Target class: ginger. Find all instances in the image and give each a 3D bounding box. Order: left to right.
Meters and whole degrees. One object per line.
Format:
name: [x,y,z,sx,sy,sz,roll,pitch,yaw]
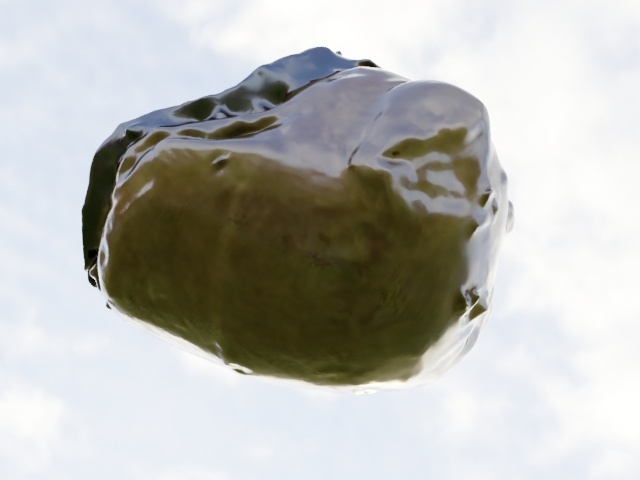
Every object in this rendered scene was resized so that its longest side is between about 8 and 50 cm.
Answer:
ginger: [0.000,0.004,1.189,0.223,0.269,0.200,38,-32,47]
